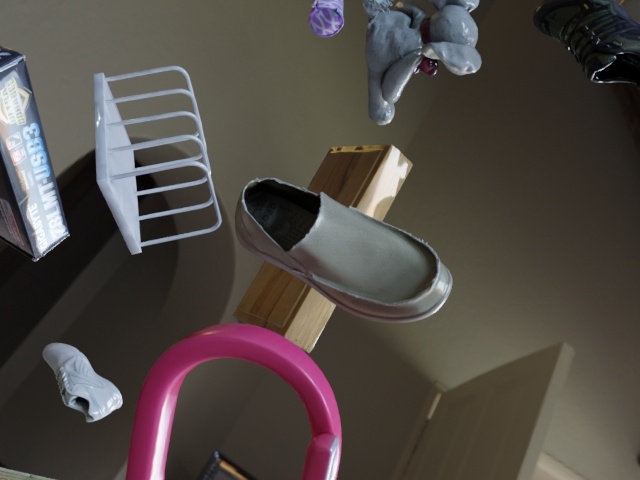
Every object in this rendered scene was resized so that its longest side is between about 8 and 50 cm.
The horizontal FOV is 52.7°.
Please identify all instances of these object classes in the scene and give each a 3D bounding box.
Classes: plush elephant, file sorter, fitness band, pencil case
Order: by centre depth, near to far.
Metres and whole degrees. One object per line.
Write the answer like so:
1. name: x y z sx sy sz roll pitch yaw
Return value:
1. fitness band: -0.090 0.223 0.644 0.209 0.054 0.291 17 -75 15
2. file sorter: -0.293 -0.155 1.167 0.173 0.278 0.193 -13 -38 -7
3. plush elephant: 0.241 -0.444 1.459 0.255 0.272 0.330 9 -19 14
4. pencil case: 0.008 -0.570 1.524 0.088 0.206 0.086 25 -45 -30

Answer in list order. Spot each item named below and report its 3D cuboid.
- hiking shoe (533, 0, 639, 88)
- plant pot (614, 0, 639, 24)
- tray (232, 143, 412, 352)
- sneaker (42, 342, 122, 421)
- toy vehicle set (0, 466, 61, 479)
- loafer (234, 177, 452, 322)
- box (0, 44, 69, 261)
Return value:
1. hiking shoe: 0.408 -0.291 0.948 0.226 0.114 0.086 31 -32 24
2. plant pot: 0.627 -0.463 1.240 0.109 0.109 0.096 22 -26 5
3. tray: 0.000 0.000 1.258 0.076 0.411 0.202 39 -16 -31
4. sneaker: -0.379 0.217 0.999 0.152 0.061 0.054 38 -55 10
5. toy vehicle set: -0.534 0.397 1.022 0.266 0.035 0.166 13 -8 -2
6. loafer: 0.012 0.007 0.704 0.268 0.102 0.092 20 -19 20
7. box: -0.469 -0.149 0.816 0.293 0.073 0.296 30 -39 16
